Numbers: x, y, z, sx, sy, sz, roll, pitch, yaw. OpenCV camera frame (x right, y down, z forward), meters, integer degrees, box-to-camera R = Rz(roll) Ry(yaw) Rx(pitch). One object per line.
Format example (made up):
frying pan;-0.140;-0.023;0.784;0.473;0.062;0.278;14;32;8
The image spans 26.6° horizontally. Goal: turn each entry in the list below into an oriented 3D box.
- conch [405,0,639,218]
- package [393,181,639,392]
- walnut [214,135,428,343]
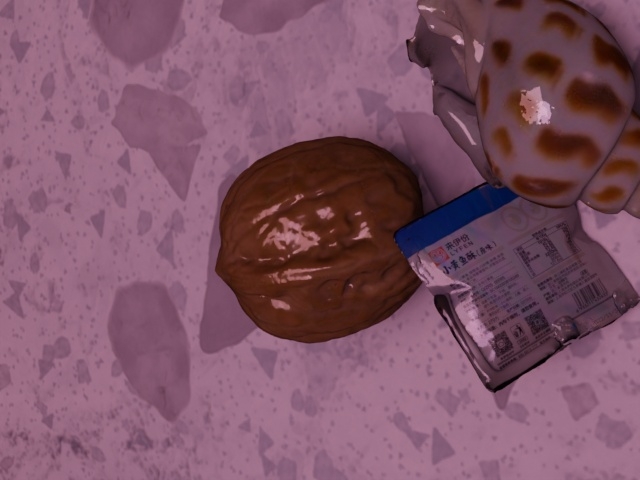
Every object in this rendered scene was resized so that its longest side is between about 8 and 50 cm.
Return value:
conch;0.199;-0.118;1.187;0.148;0.183;0.275;-25;80;-8
package;0.179;0.025;1.227;0.173;0.171;0.027;59;168;13
walnut;0.000;0.000;1.306;0.213;0.213;0.213;5;99;35
